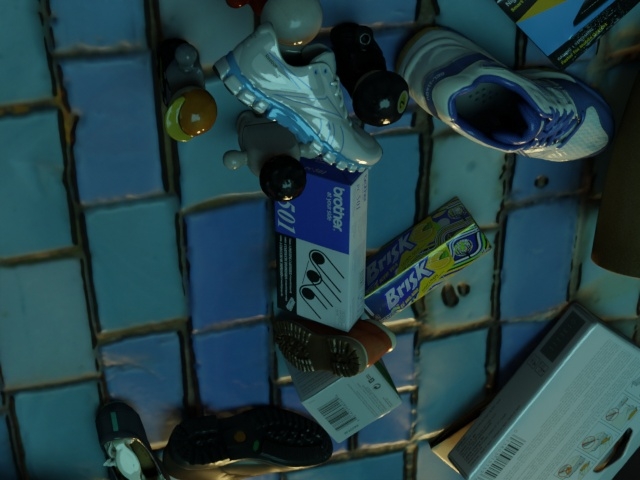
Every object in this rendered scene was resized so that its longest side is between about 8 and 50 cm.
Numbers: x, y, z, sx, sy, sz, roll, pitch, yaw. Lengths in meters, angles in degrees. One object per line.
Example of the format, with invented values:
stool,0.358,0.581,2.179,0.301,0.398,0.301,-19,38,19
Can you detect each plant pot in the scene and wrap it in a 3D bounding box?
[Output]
plant pot,0.428,-0.099,1.475,0.237,0.237,0.254,-6,103,-16

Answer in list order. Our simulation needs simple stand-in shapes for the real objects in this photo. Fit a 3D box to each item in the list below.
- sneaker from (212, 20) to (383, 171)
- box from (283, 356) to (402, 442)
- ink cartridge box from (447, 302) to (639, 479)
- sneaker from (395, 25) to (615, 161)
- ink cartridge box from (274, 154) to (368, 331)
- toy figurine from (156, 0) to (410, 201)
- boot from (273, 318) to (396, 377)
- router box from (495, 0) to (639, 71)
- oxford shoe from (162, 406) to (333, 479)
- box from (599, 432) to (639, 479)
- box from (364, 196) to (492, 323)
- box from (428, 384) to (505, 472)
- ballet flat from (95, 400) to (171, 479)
sneaker,-0.002,-0.133,1.199,0.190,0.071,0.083,32,110,-33
box,0.028,0.173,1.613,0.102,0.087,0.101,-33,130,5
ink cartridge box,0.342,0.246,1.777,0.239,0.060,0.275,31,101,-38
sneaker,0.218,-0.131,1.427,0.296,0.131,0.112,13,118,-30
ink cartridge box,0.000,0.000,1.467,0.097,0.046,0.207,18,130,22
toy figurine,-0.043,-0.157,1.299,0.209,0.148,0.213,-41,129,12
boot,0.016,0.119,1.552,0.084,0.158,0.059,-25,116,-41
router box,0.282,-0.286,1.387,0.179,0.046,0.133,-43,128,14
oxford shoe,-0.095,0.266,1.658,0.227,0.083,0.096,4,145,-23
box,0.587,0.397,1.929,0.312,0.179,0.343,17,118,-31
box,0.115,0.026,1.552,0.169,0.059,0.054,-35,130,7
box,0.268,0.288,1.832,0.164,0.021,0.201,-38,130,10
ballet flat,-0.231,0.288,1.617,0.074,0.074,0.203,-19,130,-5
